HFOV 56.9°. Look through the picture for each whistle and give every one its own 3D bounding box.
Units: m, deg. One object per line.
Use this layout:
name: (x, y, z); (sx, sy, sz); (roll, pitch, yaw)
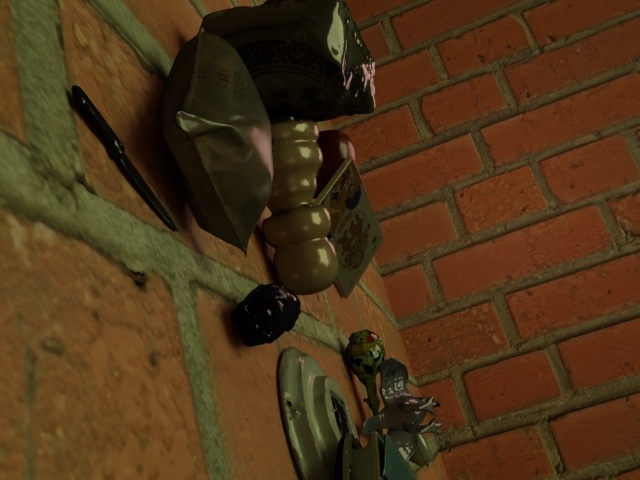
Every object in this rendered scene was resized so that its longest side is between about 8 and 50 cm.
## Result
whistle: (0.227, 0.496, 1.572); (0.258, 0.067, 0.126); (65, -4, -8)

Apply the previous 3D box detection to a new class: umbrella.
umbrella: (-0.057, 0.082, 0.734); (0.248, 0.070, 0.071); (-5, 75, -85)

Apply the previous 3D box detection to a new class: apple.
apple: (0.009, -0.181, 1.429); (0.147, 0.155, 0.158); (-9, 94, -73)

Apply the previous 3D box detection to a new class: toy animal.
toy animal: (0.161, 0.351, 1.177); (0.176, 0.255, 0.239); (-17, -106, 58)

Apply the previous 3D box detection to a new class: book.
book: (0.063, -0.025, 1.416); (0.208, 0.020, 0.295); (-56, 140, -25)

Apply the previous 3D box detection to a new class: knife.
knife: (-0.166, -0.063, 0.520); (0.170, 0.010, 0.023); (64, 10, -45)

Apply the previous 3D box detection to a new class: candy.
candy: (0.114, 0.338, 1.232); (0.091, 0.083, 0.306); (-7, 85, -76)

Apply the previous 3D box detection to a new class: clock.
clock: (0.011, 0.251, 0.793); (0.236, 0.053, 0.237); (-18, 90, -82)

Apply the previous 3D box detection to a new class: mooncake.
mooncake: (-0.054, -0.252, 0.892); (0.254, 0.249, 0.136); (33, 57, -70)

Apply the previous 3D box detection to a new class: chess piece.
chess piece: (-0.045, -0.044, 0.903); (0.143, 0.142, 0.261); (-5, 82, -81)

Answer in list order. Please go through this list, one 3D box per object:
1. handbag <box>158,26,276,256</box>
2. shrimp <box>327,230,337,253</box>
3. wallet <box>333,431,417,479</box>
handbag: (-0.112, -0.118, 0.663); (0.271, 0.117, 0.183); (-100, 175, -53)
shrimp: (0.000, 0.000, 1.295); (0.161, 0.034, 0.091); (64, 34, -38)
wallet: (0.061, 0.362, 0.660); (0.251, 0.074, 0.176); (-81, 153, -46)
